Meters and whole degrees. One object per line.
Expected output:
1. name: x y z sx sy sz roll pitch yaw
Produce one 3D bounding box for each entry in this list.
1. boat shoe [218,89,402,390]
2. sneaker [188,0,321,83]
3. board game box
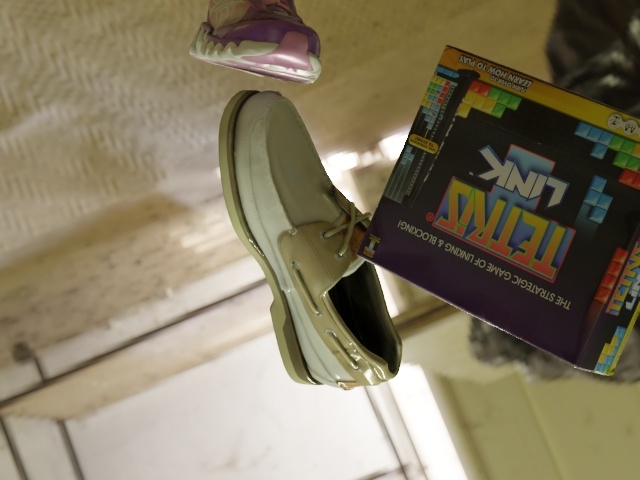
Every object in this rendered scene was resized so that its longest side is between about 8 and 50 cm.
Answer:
1. boat shoe: 0.000 0.000 1.352 0.103 0.302 0.113 3 -143 33
2. sneaker: -0.054 -0.197 1.328 0.095 0.105 0.236 15 -174 -18
3. board game box: 0.119 -0.021 0.883 0.048 0.170 0.141 18 97 -52
